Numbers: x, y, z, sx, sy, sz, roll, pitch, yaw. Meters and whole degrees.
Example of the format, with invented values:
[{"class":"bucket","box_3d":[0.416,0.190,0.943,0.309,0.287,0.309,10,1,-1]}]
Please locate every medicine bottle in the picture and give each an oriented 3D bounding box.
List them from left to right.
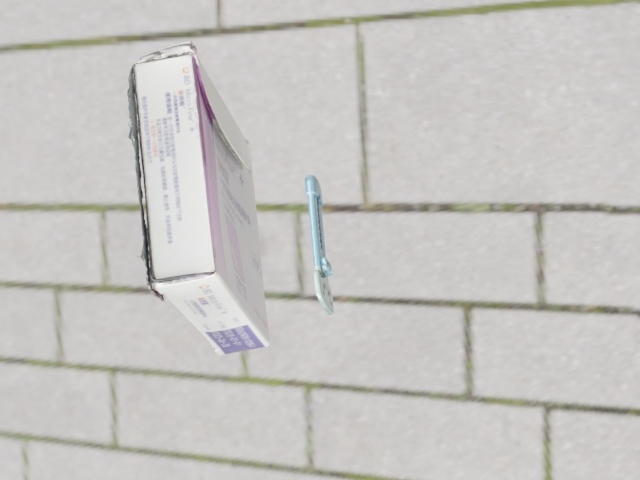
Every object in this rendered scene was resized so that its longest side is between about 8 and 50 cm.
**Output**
[{"class":"medicine bottle","box_3d":[-0.085,-0.022,1.146,0.052,0.201,0.171,-9,70,7]}]

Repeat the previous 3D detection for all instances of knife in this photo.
[{"class":"knife","box_3d":[0.000,0.000,0.965,0.010,0.027,0.096,-15,56,13]}]
